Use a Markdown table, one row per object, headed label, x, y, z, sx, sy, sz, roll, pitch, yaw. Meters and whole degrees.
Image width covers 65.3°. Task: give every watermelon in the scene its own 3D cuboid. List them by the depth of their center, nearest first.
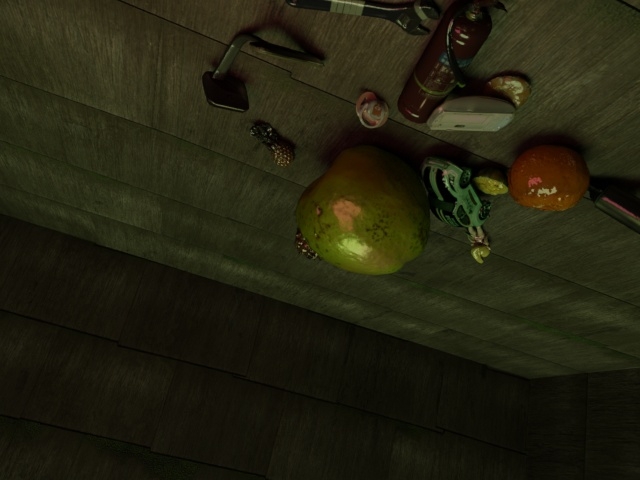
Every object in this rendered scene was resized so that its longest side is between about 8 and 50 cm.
| label | x | y | z | sx | sy | sz | roll | pitch | yaw |
| --- | --- | --- | --- | --- | --- | --- | --- | --- | --- |
| watermelon | 0.481 | -0.172 | 1.400 | 0.106 | 0.062 | 0.105 | 25 | 171 | 4 |

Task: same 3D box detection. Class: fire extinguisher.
| label | x | y | z | sx | sy | sz | roll | pitch | yaw |
| --- | --- | --- | --- | --- | --- | --- | --- | --- | --- |
| fire extinguisher | 0.272 | -0.376 | 1.023 | 0.142 | 0.105 | 0.341 | -17 | 164 | -19 |

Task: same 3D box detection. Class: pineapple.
| label | x | y | z | sx | sy | sz | roll | pitch | yaw |
| --- | --- | --- | --- | --- | --- | --- | --- | --- | --- |
| pineapple | -0.143 | -0.288 | 1.487 | 0.074 | 0.074 | 0.159 | -8 | 140 | 41 |
| pineapple | 0.000 | 0.000 | 1.930 | 0.193 | 0.166 | 0.166 | 7 | 156 | 20 |

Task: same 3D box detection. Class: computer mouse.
| label | x | y | z | sx | sy | sz | roll | pitch | yaw |
| --- | --- | --- | --- | --- | --- | --- | --- | --- | --- |
| computer mouse | 0.339 | -0.284 | 1.127 | 0.199 | 0.044 | 0.102 | -2 | 162 | -11 |

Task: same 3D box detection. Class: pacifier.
| label | x | y | z | sx | sy | sz | roll | pitch | yaw |
| --- | --- | --- | --- | --- | --- | --- | --- | --- | --- |
| pacifier | 0.120 | -0.325 | 1.258 | 0.099 | 0.081 | 0.078 | 30 | 180 | -32 |

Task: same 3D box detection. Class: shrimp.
| label | x | y | z | sx | sy | sz | roll | pitch | yaw |
| --- | --- | --- | --- | --- | --- | --- | --- | --- | --- |
| shrimp | 0.407 | -0.315 | 1.148 | 0.099 | 0.041 | 0.180 | 17 | 157 | -4 |

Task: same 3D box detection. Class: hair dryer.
| label | x | y | z | sx | sy | sz | roll | pitch | yaw |
| --- | --- | --- | --- | --- | --- | --- | --- | --- | --- |
| hair dryer | 0.833 | -0.084 | 1.393 | 0.195 | 0.078 | 0.248 | 42 | -166 | 29 |

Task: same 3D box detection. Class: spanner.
| label | x | y | z | sx | sy | sz | roll | pitch | yaw |
| --- | --- | --- | --- | --- | --- | --- | --- | --- | --- |
| spanner | 0.081 | -0.466 | 1.012 | 0.316 | 0.024 | 0.087 | 11 | 162 | 7 |

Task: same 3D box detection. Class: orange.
| label | x | y | z | sx | sy | sz | roll | pitch | yaw |
| --- | --- | --- | --- | --- | --- | --- | --- | --- | --- |
| orange | 0.573 | -0.160 | 1.262 | 0.194 | 0.161 | 0.193 | 6 | 167 | 1 |

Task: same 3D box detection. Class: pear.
| label | x | y | z | sx | sy | sz | roll | pitch | yaw |
| --- | --- | --- | --- | --- | --- | --- | --- | --- | --- |
| pear | 0.134 | -0.069 | 1.432 | 0.391 | 0.390 | 0.391 | 12 | 157 | 5 |

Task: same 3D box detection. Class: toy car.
| label | x | y | z | sx | sy | sz | roll | pitch | yaw |
| --- | --- | --- | --- | --- | --- | --- | --- | --- | --- |
| toy car | 0.378 | -0.123 | 1.441 | 0.136 | 0.125 | 0.306 | 27 | 172 | 43 |

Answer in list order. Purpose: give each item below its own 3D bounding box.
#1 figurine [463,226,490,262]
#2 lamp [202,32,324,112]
| label | x | y | z | sx | sy | sz | roll | pitch | yaw |
| --- | --- | --- | --- | --- | --- | --- | --- | --- | --- |
| figurine | 0.554 | 0.005 | 1.761 | 0.083 | 0.083 | 0.187 | 1 | 144 | 28 |
| lamp | -0.139 | -0.407 | 1.195 | 0.203 | 0.124 | 0.283 | 5 | 163 | -37 |
